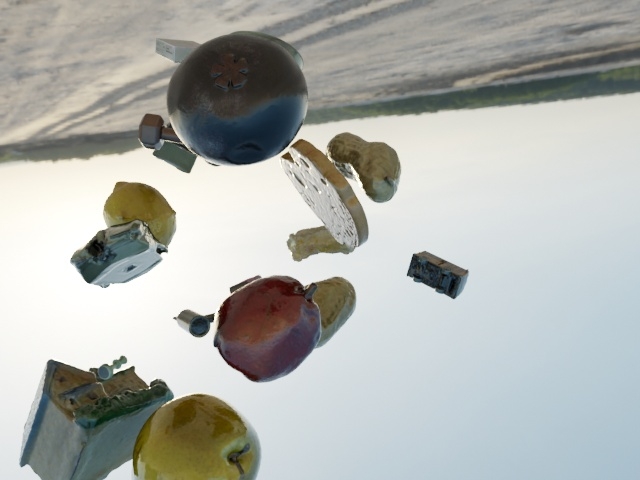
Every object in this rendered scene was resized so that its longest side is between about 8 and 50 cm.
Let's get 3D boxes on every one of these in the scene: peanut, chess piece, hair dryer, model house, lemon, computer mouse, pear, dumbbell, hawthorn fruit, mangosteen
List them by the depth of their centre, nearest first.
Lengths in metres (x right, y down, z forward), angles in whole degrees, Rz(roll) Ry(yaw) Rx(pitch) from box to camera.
[{"bbox_3d":[-0.159,-0.261,1.173,0.274,0.275,0.302,-9,162,-2],"label":"mangosteen"},{"bbox_3d":[-0.343,-0.263,1.494,0.230,0.082,0.092,9,171,-2],"label":"dumbbell"},{"bbox_3d":[-0.124,0.213,1.528,0.307,0.265,0.265,-46,-168,4],"label":"hawthorn fruit"},{"bbox_3d":[-0.545,0.332,1.552,0.042,0.042,0.093,-5,-171,18],"label":"chess piece"},{"bbox_3d":[-0.358,0.623,1.672,0.418,0.363,0.362,-26,178,39],"label":"pear"},{"bbox_3d":[0.135,-0.221,1.684,0.159,0.143,0.291,-27,-137,-17],"label":"peanut"},{"bbox_3d":[-0.596,0.025,1.724,0.228,0.146,0.429,-29,174,-6],"label":"computer mouse"},{"bbox_3d":[-0.723,0.531,1.854,0.342,0.335,0.382,33,-161,24],"label":"model house"},{"bbox_3d":[-0.019,0.249,1.965,0.387,0.192,0.169,-40,178,-41],"label":"peanut"},{"bbox_3d":[-0.625,-0.078,2.029,0.233,0.288,0.233,-30,-168,7],"label":"lemon"},{"bbox_3d":[-0.379,0.270,2.082,0.248,0.078,0.195,-8,-171,-30],"label":"hair dryer"}]

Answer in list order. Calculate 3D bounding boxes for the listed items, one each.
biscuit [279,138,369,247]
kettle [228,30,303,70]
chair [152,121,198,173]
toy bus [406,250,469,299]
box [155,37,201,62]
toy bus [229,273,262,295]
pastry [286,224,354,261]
[{"bbox_3d":[0.014,-0.135,1.610,0.057,0.351,0.312,-37,167,-16],"label":"biscuit"},{"bbox_3d":[-0.206,-0.413,1.705,0.247,0.342,0.319,15,171,-4],"label":"kettle"},{"bbox_3d":[-0.456,-0.342,1.968,0.160,0.319,0.186,26,-152,-20],"label":"chair"},{"bbox_3d":[0.379,0.108,1.864,0.182,0.091,0.103,27,-156,32],"label":"toy bus"},{"bbox_3d":[-0.424,-0.588,1.819,0.129,0.051,0.130,-11,-147,-38],"label":"box"},{"bbox_3d":[-0.190,0.246,1.771,0.112,0.274,0.090,-16,177,-2],"label":"toy bus"},{"bbox_3d":[0.003,0.006,2.056,0.258,0.122,0.089,-12,-176,32],"label":"pastry"}]
